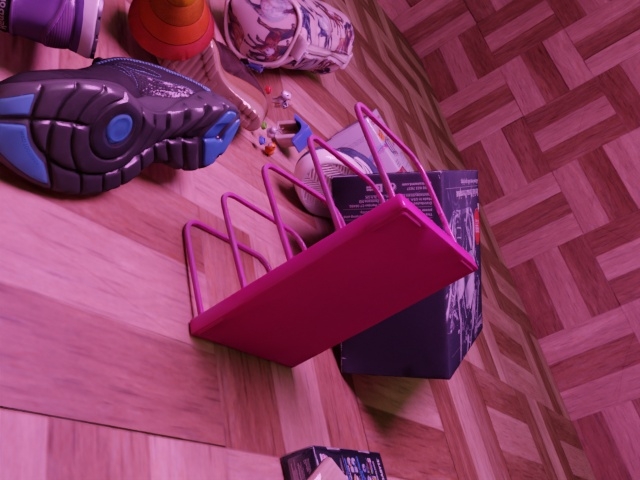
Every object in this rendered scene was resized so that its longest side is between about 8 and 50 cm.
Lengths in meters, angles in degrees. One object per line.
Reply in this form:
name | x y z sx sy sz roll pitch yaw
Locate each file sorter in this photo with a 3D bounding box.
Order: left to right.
file sorter | 0.000 0.000 0.805 0.202 0.290 0.182 32 34 -50

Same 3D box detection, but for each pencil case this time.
pencil case | -0.049 -0.434 1.363 0.183 0.160 0.410 49 22 3

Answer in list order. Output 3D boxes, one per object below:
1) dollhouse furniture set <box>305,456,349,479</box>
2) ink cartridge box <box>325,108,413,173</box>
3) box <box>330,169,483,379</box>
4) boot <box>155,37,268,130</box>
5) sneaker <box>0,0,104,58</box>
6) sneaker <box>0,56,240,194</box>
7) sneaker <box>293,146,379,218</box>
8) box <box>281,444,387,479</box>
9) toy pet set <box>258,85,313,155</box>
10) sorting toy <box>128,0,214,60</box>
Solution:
dollhouse furniture set | 0.054 0.375 0.506 0.303 0.174 0.355 50 35 3
ink cartridge box | 0.108 -0.185 1.455 0.176 0.127 0.128 56 23 -10
box | 0.166 0.037 1.110 0.343 0.179 0.312 -16 105 -67
boot | -0.184 -0.295 1.057 0.248 0.090 0.207 46 15 -29
sneaker | -0.318 -0.307 0.722 0.124 0.107 0.283 5 34 -26
sneaker | -0.239 -0.139 0.722 0.139 0.125 0.341 37 21 17
sneaker | 0.032 -0.128 1.243 0.350 0.131 0.148 33 34 -64
box | 0.042 0.365 0.775 0.175 0.051 0.220 29 39 -52
toy pet set | -0.057 -0.205 1.169 0.114 0.065 0.122 55 36 -63
sorting toy | -0.270 -0.417 0.852 0.127 0.126 0.365 -41 95 -23
